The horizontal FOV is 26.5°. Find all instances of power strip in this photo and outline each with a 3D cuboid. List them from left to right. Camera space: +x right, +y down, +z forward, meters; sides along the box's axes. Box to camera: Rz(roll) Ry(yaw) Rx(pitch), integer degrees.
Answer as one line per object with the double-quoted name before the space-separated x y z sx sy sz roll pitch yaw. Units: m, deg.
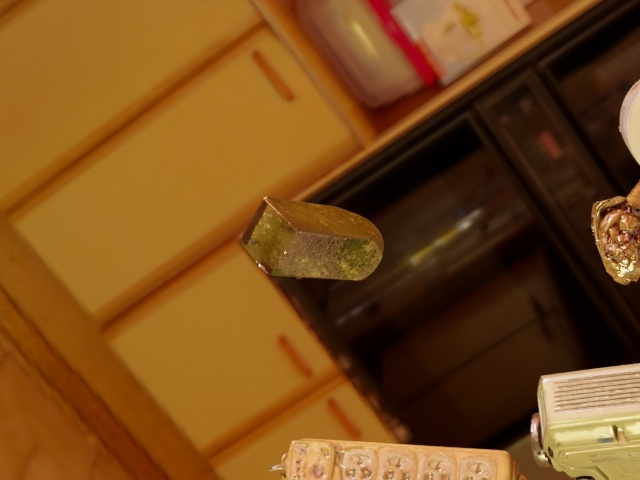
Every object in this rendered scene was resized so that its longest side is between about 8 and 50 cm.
"power strip" 0.085 0.269 1.572 0.044 0.305 0.064 57 37 -66

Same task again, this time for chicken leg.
"chicken leg" 0.444 -0.030 1.936 0.125 0.080 0.196 28 69 -41

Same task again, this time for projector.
"projector" 0.329 0.213 1.479 0.269 0.193 0.088 41 44 -55

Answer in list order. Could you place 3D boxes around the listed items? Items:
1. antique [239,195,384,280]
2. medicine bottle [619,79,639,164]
"antique" 0.000 0.000 1.908 0.221 0.080 0.081 4 35 -48
"medicine bottle" 0.272 -0.089 1.027 0.086 0.086 0.183 56 12 1
